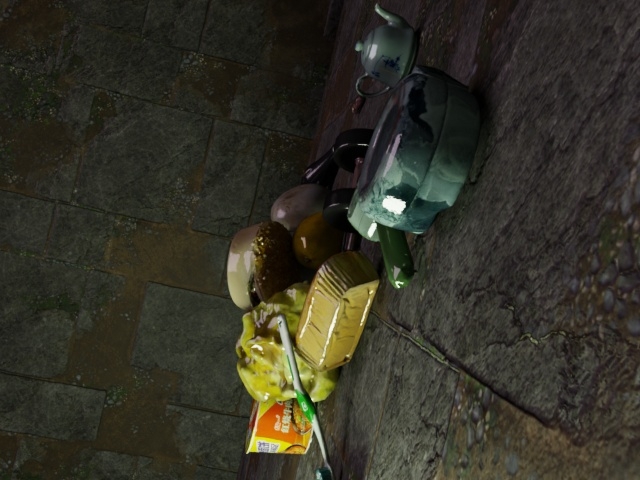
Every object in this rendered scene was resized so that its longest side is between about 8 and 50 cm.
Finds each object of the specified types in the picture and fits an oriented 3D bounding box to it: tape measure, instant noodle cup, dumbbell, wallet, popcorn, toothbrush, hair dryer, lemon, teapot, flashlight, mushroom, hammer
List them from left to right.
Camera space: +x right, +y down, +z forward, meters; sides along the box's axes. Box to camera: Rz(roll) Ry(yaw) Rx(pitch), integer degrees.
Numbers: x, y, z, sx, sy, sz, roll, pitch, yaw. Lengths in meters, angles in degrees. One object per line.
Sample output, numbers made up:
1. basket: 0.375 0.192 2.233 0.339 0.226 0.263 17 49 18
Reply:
1. instant noodle cup: -0.113 0.519 1.893 0.213 0.174 0.213 -168 90 -82
2. popcorn: -0.074 0.283 1.760 0.292 0.294 0.334 58 155 4
3. mushroom: -0.052 -0.084 2.401 0.243 0.244 0.243 -167 90 -82
4. toothbrush: -0.031 0.360 1.476 0.042 0.040 0.418 -48 52 53
5. lemon: 0.000 0.000 1.945 0.207 0.170 0.170 -57 -11 -52
6. hair dryer: 0.015 -0.168 2.528 0.304 0.120 0.359 -41 45 53
7. wallet: 0.097 -0.075 1.849 0.133 0.039 0.243 123 161 -77
8. flashlight: 0.129 -0.471 2.280 0.110 0.031 0.052 121 161 -67
9. dumbbell: 0.094 -0.139 1.551 0.152 0.152 0.218 120 161 -66
10. teapot: 0.156 -0.473 1.667 0.159 0.159 0.232 -94 18 -65
11. hammer: 0.140 -0.032 1.259 0.335 0.119 0.206 -98 20 -50
12. tape measure: 0.165 -0.149 1.095 0.256 0.147 0.275 116 169 -53

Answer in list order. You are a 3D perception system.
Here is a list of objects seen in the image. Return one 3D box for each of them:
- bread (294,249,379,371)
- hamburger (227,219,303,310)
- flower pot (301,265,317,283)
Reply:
1. bread: 0.037 0.169 1.503 0.119 0.152 0.288 42 130 37
2. hamburger: -0.155 0.086 1.968 0.302 0.170 0.302 0 -90 -70
3. flower pot: -0.068 0.141 2.235 0.269 0.166 0.269 -166 90 -85
